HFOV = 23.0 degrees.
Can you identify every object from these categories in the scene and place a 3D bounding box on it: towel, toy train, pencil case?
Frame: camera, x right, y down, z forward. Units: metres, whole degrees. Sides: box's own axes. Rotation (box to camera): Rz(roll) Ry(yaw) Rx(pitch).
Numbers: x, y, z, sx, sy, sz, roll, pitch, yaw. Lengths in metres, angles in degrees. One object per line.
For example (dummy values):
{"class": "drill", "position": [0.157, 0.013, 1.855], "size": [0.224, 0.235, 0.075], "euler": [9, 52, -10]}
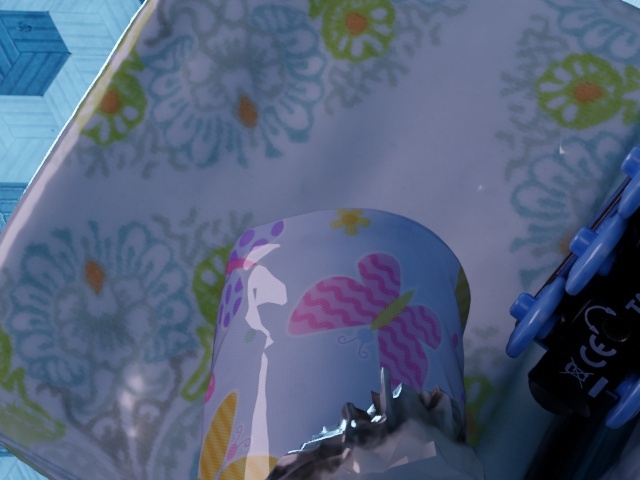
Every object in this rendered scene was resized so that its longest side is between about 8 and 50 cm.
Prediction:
{"class": "towel", "position": [0.000, 0.000, 0.835], "size": [0.374, 0.320, 0.090], "euler": [-59, -19, -7]}
{"class": "toy train", "position": [0.149, 0.003, 0.670], "size": [0.105, 0.080, 0.184], "euler": [-49, -8, -46]}
{"class": "pencil case", "position": [0.011, 0.115, 0.645], "size": [0.113, 0.124, 0.273], "euler": [-49, 29, 42]}

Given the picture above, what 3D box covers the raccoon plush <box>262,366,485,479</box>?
{"class": "raccoon plush", "position": [-0.124, 0.166, 0.430], "size": [0.216, 0.446, 0.299], "euler": [91, -166, -68]}
